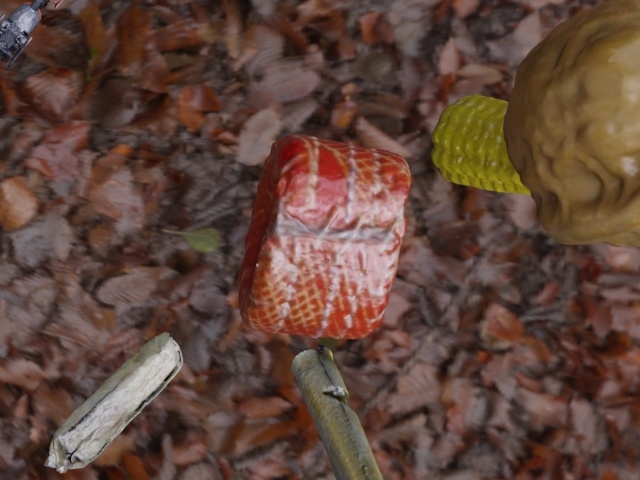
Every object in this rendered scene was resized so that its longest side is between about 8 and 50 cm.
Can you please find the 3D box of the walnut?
[{"bbox_3d":[0.288,-0.105,1.011,0.224,0.257,0.257,38,77,-14],"label":"walnut"}]

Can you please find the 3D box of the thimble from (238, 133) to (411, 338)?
[{"bbox_3d":[0.000,0.000,1.876,0.231,0.350,0.350,9,91,-10],"label":"thimble"}]

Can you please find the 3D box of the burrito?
[{"bbox_3d":[-0.214,0.172,1.186,0.188,0.045,0.058,-46,119,-28],"label":"burrito"}]

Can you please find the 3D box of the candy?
[{"bbox_3d":[0.217,-0.094,1.225,0.094,0.199,0.106,30,85,-43],"label":"candy"}]

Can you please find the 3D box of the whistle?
[{"bbox_3d":[0.030,0.276,1.626,0.068,0.326,0.057,-38,130,12],"label":"whistle"}]

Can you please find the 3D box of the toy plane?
[{"bbox_3d":[-0.295,-0.224,1.142,0.037,0.145,0.060,40,35,-16],"label":"toy plane"}]
